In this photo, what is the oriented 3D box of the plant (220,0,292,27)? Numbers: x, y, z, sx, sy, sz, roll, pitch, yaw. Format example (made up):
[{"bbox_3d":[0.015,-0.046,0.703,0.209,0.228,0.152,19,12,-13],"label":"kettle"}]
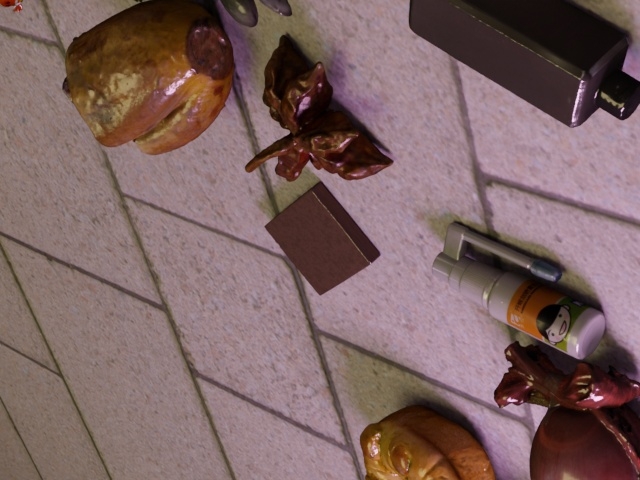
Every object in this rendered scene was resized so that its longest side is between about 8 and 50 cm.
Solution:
[{"bbox_3d":[-0.127,-0.355,1.570,0.274,0.146,0.149,41,155,4],"label":"plant"}]

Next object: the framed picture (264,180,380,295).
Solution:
[{"bbox_3d":[0.000,0.000,1.924,0.128,0.023,0.168,51,150,-2],"label":"framed picture"}]

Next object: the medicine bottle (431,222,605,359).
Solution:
[{"bbox_3d":[0.228,0.055,1.654,0.220,0.061,0.092,26,119,35],"label":"medicine bottle"}]

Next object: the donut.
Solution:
[{"bbox_3d":[0.153,0.340,1.994,0.226,0.114,0.227,36,143,34],"label":"donut"}]

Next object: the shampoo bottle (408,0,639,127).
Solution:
[{"bbox_3d":[0.202,-0.193,1.375,0.246,0.080,0.079,35,149,24],"label":"shampoo bottle"}]

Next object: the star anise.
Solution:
[{"bbox_3d":[-0.012,-0.137,1.711,0.196,0.111,0.212,22,134,28],"label":"star anise"}]

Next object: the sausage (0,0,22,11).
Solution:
[{"bbox_3d":[-0.464,-0.433,1.998,0.083,0.083,0.264,27,145,34],"label":"sausage"}]

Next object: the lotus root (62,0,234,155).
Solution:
[{"bbox_3d":[-0.191,-0.208,1.793,0.180,0.188,0.199,-10,116,41],"label":"lotus root"}]

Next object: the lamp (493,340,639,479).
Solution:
[{"bbox_3d":[0.312,0.238,1.679,0.215,0.151,0.223,1,86,50],"label":"lamp"}]
